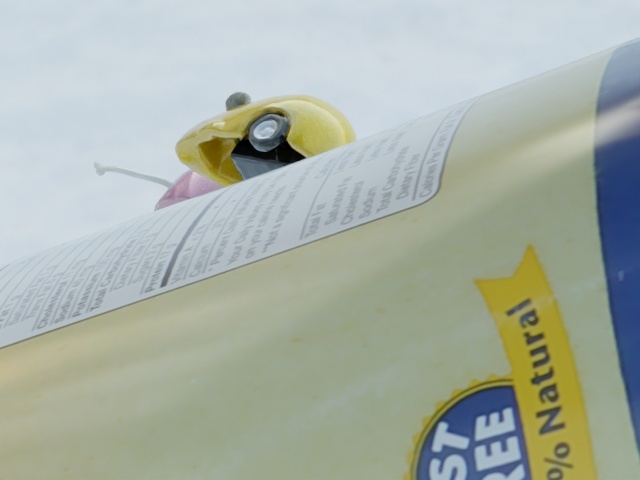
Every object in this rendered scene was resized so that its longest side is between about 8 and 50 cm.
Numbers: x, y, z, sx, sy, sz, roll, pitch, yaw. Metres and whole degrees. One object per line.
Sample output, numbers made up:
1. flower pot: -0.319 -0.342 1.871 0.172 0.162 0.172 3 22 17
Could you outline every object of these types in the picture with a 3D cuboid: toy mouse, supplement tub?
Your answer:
1. toy mouse: 0.000 0.000 0.672 0.161 0.143 0.031 9 56 38
2. supplement tub: 0.005 0.097 0.455 0.316 0.228 0.228 -19 42 22
